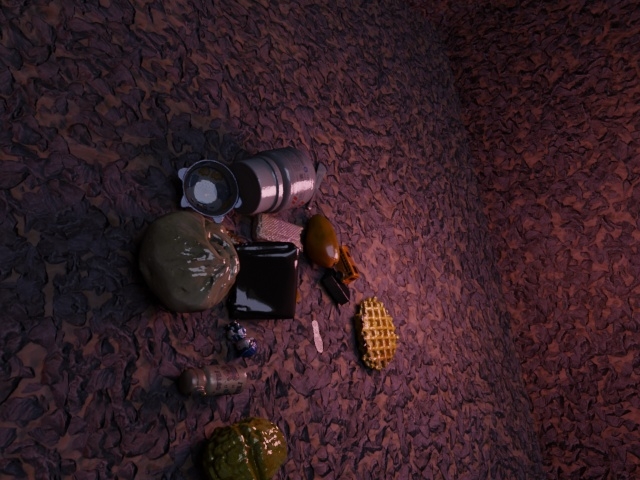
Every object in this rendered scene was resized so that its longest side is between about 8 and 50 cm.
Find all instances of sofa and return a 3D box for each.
[{"bbox_3d":[0.067,0.202,2.157,0.147,0.060,0.085,54,19,-16],"label":"sofa"}]

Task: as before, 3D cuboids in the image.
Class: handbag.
[{"bbox_3d":[-0.203,0.143,1.793,0.257,0.113,0.285,2,98,-27],"label":"handbag"}]

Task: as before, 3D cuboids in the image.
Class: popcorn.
[{"bbox_3d":[-0.226,0.667,1.527,0.258,0.224,0.270,50,38,-30],"label":"popcorn"}]

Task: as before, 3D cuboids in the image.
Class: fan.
[{"bbox_3d":[-0.019,-0.242,2.274,0.057,0.023,0.282,45,46,-36],"label":"fan"}]

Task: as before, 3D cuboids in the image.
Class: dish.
[{"bbox_3d":[-0.410,-0.169,1.774,0.236,0.086,0.228,50,61,-17],"label":"dish"}]

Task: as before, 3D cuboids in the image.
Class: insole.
[{"bbox_3d":[-0.013,0.388,2.028,0.045,0.002,0.135,2,72,-47],"label":"insole"}]

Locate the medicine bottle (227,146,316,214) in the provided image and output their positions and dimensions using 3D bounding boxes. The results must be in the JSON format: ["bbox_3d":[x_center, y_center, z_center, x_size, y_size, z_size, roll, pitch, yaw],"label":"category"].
[{"bbox_3d":[-0.192,-0.223,1.914,0.306,0.245,0.245,-21,90,-48],"label":"medicine bottle"}]

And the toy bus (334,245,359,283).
[{"bbox_3d":[0.093,0.088,2.164,0.083,0.088,0.194,21,41,-61],"label":"toy bus"}]

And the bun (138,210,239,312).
[{"bbox_3d":[-0.400,0.048,1.580,0.326,0.234,0.362,41,32,-21],"label":"bun"}]

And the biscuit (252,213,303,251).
[{"bbox_3d":[-0.168,-0.026,1.997,0.239,0.062,0.108,19,63,-40],"label":"biscuit"}]

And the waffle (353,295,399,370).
[{"bbox_3d":[0.248,0.415,2.250,0.307,0.060,0.312,-39,103,-49],"label":"waffle"}]

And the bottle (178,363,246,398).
[{"bbox_3d":[-0.341,0.449,1.581,0.209,0.097,0.110,10,29,-44],"label":"bottle"}]

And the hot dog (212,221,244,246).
[{"bbox_3d":[-0.299,0.037,1.829,0.289,0.068,0.083,44,54,-27],"label":"hot dog"}]

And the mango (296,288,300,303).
[{"bbox_3d":[-0.144,0.181,1.936,0.187,0.066,0.101,52,42,-6],"label":"mango"}]

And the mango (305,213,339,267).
[{"bbox_3d":[0.000,0.000,2.115,0.113,0.138,0.253,75,1,-64],"label":"mango"}]

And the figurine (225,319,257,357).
[{"bbox_3d":[-0.275,0.343,1.734,0.136,0.077,0.079,60,5,13],"label":"figurine"}]
